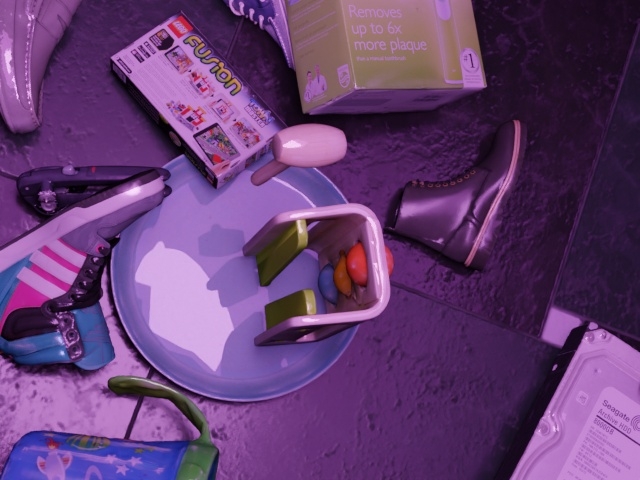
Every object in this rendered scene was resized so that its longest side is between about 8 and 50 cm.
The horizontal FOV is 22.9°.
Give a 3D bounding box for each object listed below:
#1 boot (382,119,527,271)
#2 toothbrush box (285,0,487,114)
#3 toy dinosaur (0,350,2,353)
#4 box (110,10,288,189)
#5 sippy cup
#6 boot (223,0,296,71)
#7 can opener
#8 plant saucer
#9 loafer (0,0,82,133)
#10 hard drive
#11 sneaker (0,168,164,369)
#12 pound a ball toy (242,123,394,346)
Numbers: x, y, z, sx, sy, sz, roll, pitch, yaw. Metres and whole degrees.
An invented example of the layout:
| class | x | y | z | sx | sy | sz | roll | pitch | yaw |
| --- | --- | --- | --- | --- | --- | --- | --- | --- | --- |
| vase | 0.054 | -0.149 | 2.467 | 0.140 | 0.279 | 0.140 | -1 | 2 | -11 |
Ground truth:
| class | x | y | z | sx | sy | sz | roll | pitch | yaw |
| --- | --- | --- | --- | --- | --- | --- | --- | --- | --- |
| boot | 0.173 | -0.077 | 1.994 | 0.137 | 0.077 | 0.198 | 20 | 76 | -3 |
| toothbrush box | 0.069 | -0.306 | 1.950 | 0.206 | 0.122 | 0.283 | -3 | 80 | -35 |
| toy dinosaur | -0.429 | 0.122 | 1.863 | 0.082 | 0.047 | 0.090 | 51 | 42 | 9 |
| box | -0.149 | -0.173 | 1.930 | 0.114 | 0.036 | 0.207 | -37 | 76 | -20 |
| sippy cup | -0.249 | 0.317 | 1.776 | 0.224 | 0.305 | 0.240 | 15 | 122 | 1 |
| boot | -0.076 | -0.292 | 1.986 | 0.086 | 0.069 | 0.190 | -16 | 82 | 0 |
| can opener | -0.269 | -0.069 | 1.877 | 0.186 | 0.059 | 0.073 | -2 | 52 | 6 |
| plant saucer | -0.098 | 0.039 | 1.932 | 0.318 | 0.044 | 0.317 | 2 | 80 | -12 |
| loafer | -0.341 | -0.285 | 1.899 | 0.111 | 0.112 | 0.319 | -1 | 81 | -3 |
| hard drive | 0.343 | 0.302 | 1.948 | 0.237 | 0.064 | 0.339 | 35 | 69 | -8 |
| sneaker | -0.271 | 0.054 | 1.818 | 0.295 | 0.124 | 0.178 | -29 | 95 | 20 |
| pound a ball toy | 0.000 | 0.000 | 1.772 | 0.136 | 0.319 | 0.208 | -6 | 82 | -13 |
